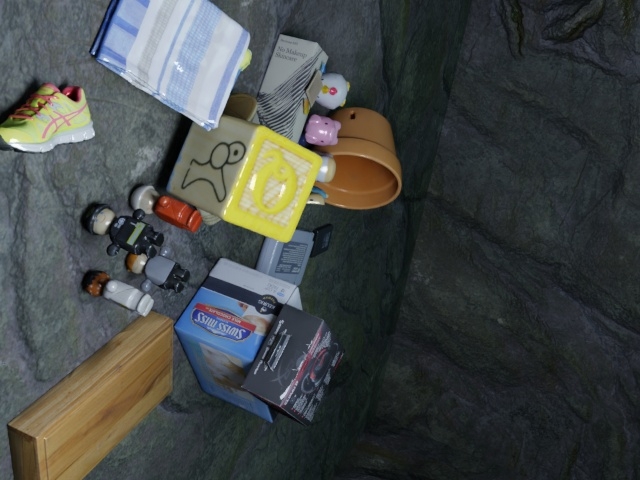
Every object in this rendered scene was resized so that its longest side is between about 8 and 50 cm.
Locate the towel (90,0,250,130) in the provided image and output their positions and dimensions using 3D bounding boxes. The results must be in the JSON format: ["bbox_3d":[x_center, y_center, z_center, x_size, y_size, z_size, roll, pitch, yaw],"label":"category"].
[{"bbox_3d":[-0.250,-0.343,1.356,0.285,0.034,0.209,28,80,-48],"label":"towel"}]

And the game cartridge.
[{"bbox_3d":[-0.108,0.055,2.264,0.198,0.062,0.297,-68,162,3],"label":"game cartridge"}]

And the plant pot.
[{"bbox_3d":[0.102,-0.251,2.261,0.291,0.290,0.204,74,23,-59],"label":"plant pot"}]

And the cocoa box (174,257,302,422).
[{"bbox_3d":[-0.185,0.258,1.953,0.228,0.231,0.347,-58,157,-31],"label":"cocoa box"}]

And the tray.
[{"bbox_3d":[-0.440,0.332,1.552,0.411,0.076,0.203,-46,149,-54],"label":"tray"}]

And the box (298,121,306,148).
[{"bbox_3d":[-0.085,-0.231,2.088,0.136,0.036,0.225,-51,151,-47],"label":"box"}]

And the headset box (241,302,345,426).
[{"bbox_3d":[-0.059,0.293,1.809,0.218,0.110,0.293,-63,158,-15],"label":"headset box"}]

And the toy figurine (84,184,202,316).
[{"bbox_3d":[-0.341,0.017,1.446,0.213,0.148,0.210,-43,152,-59],"label":"toy figurine"}]

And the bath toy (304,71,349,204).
[{"bbox_3d":[-0.009,-0.272,2.026,0.129,0.151,0.349,3,102,-39],"label":"bath toy"}]

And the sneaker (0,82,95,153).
[{"bbox_3d":[-0.417,-0.184,1.144,0.208,0.081,0.094,-46,142,-65],"label":"sneaker"}]

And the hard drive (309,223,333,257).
[{"bbox_3d":[0.000,0.000,2.561,0.135,0.022,0.094,-25,130,-66],"label":"hard drive"}]

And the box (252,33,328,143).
[{"bbox_3d":[-0.084,-0.346,1.866,0.094,0.113,0.275,25,82,-70],"label":"box"}]

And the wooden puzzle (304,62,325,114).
[{"bbox_3d":[-0.017,-0.364,1.848,0.116,0.014,0.079,-61,161,-27],"label":"wooden puzzle"}]

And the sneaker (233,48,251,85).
[{"bbox_3d":[-0.217,-0.344,1.523,0.240,0.091,0.126,-2,116,-65],"label":"sneaker"}]

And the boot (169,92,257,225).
[{"bbox_3d":[-0.207,-0.174,1.688,0.262,0.095,0.203,-59,157,-16],"label":"boot"}]

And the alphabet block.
[{"bbox_3d":[-0.149,-0.128,1.513,0.193,0.197,0.193,19,94,-47],"label":"alphabet block"}]
